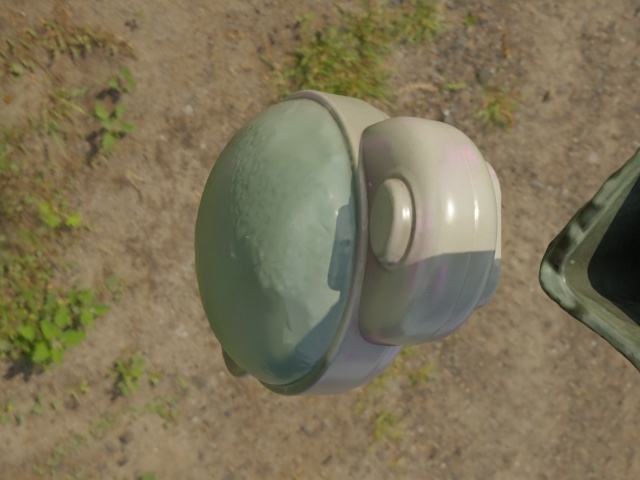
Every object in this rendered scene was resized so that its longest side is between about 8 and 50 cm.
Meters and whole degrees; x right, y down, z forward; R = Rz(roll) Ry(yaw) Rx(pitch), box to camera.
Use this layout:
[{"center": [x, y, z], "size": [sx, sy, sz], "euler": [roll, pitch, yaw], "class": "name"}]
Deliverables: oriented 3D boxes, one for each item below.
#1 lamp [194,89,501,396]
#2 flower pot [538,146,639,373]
[{"center": [-0.002, 0.000, 0.663], "size": [0.108, 0.246, 0.179], "euler": [1, 85, -34], "class": "lamp"}, {"center": [0.202, 0.062, 0.468], "size": [0.103, 0.229, 0.108], "euler": [-45, 156, 28], "class": "flower pot"}]
